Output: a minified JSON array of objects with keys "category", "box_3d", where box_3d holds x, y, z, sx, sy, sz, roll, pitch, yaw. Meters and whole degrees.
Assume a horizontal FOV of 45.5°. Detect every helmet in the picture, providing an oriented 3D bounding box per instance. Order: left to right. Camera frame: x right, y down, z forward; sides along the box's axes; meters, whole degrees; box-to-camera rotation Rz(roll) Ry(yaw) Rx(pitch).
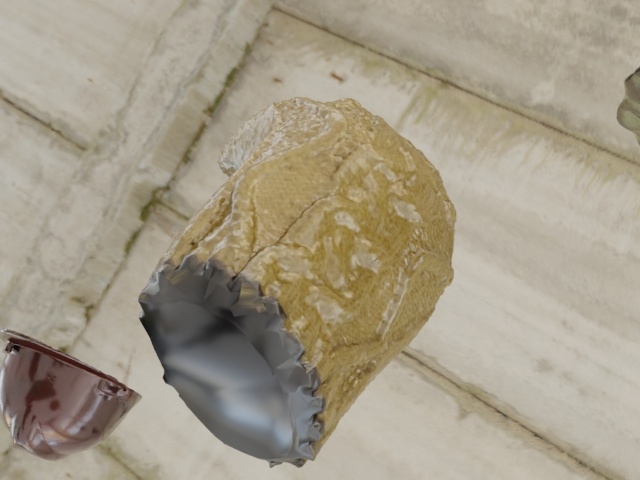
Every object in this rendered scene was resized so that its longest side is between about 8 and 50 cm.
[{"category":"helmet","box_3d":[-0.159,0.097,0.448,0.089,0.111,0.057,22,-109,10]}]

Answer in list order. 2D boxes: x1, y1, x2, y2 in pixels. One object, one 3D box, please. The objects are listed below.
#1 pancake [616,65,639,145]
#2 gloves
[{"category":"pancake","box_3d":[0.284,-0.078,0.431,0.235,0.211,0.029,-16,-121,61]},{"category":"gloves","box_3d":[0.011,-0.001,0.531,0.155,0.356,0.203,-18,-69,20]}]
